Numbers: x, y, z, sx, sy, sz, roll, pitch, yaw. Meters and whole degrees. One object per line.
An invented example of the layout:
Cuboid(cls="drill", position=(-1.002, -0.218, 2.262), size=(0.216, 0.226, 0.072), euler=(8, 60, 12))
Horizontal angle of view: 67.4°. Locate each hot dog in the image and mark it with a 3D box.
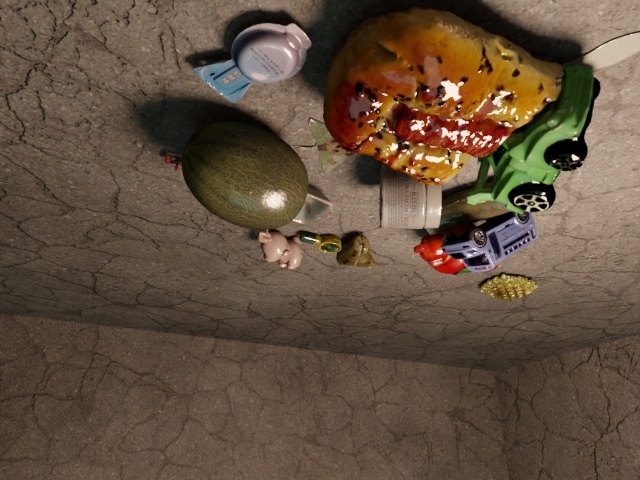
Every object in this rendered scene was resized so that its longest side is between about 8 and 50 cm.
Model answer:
Cuboid(cls="hot dog", position=(0.196, -0.274, 0.927), size=(0.365, 0.196, 0.367), euler=(20, 146, -26))

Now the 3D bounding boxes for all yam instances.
Cuboid(cls="yam", position=(0.421, -0.094, 1.372), size=(0.259, 0.106, 0.106), euler=(-17, 148, 33))

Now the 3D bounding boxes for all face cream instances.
Cuboid(cls="face cream", position=(0.228, -0.117, 1.247), size=(0.152, 0.178, 0.177), euler=(-2, 154, 7))

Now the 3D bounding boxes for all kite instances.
Cuboid(cls="kite", position=(-0.007, -0.232, 1.217), size=(0.249, 0.012, 0.229), euler=(-1, 153, 8))

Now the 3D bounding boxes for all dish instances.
Cuboid(cls="dish", position=(-0.094, -0.131, 1.365), size=(0.234, 0.064, 0.154), euler=(19, 149, -34))

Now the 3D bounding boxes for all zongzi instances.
Cuboid(cls="zongzi", position=(0.169, 0.039, 1.676), size=(0.177, 0.082, 0.189), euler=(14, 153, -22))

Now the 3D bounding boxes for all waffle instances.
Cuboid(cls="waffle", position=(0.780, 0.198, 2.004), size=(0.213, 0.054, 0.208), euler=(15, 155, -14))

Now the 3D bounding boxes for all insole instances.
Cuboid(cls="insole", position=(0.536, -0.354, 0.946), size=(0.197, 0.004, 0.065), euler=(-18, 148, 34))

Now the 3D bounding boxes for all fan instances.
Cuboid(cls="fan", position=(0.000, 0.000, 1.656), size=(0.154, 0.039, 0.082), euler=(15, 151, -23))

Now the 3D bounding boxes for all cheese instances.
Cuboid(cls="cheese", position=(-0.128, -0.348, 0.938), size=(0.244, 0.052, 0.135), euler=(-16, 146, 33))

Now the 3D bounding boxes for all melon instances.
Cuboid(cls="melon", position=(-0.176, -0.151, 1.131), size=(0.301, 0.238, 0.237), euler=(24, 147, -26))

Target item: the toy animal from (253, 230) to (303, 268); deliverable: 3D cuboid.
Cuboid(cls="toy animal", position=(-0.163, 0.017, 1.622), size=(0.212, 0.125, 0.124), euler=(30, 143, -34))

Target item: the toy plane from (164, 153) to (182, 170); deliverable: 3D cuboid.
Cuboid(cls="toy plane", position=(-0.338, -0.200, 1.268), size=(0.144, 0.037, 0.060), euler=(7, 149, -14))

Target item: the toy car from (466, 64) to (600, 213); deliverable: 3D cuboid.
Cuboid(cls="toy car", position=(0.452, -0.203, 1.037), size=(0.176, 0.214, 0.359), euler=(18, 158, 12))

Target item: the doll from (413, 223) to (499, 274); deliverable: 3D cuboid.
Cuboid(cls="doll", position=(0.433, 0.026, 1.529), size=(0.362, 0.160, 0.182), euler=(0, 157, -36))

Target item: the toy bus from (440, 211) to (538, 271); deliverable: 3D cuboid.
Cuboid(cls="toy bus", position=(0.492, 0.001, 1.388), size=(0.292, 0.133, 0.125), euler=(-24, -176, -29))
